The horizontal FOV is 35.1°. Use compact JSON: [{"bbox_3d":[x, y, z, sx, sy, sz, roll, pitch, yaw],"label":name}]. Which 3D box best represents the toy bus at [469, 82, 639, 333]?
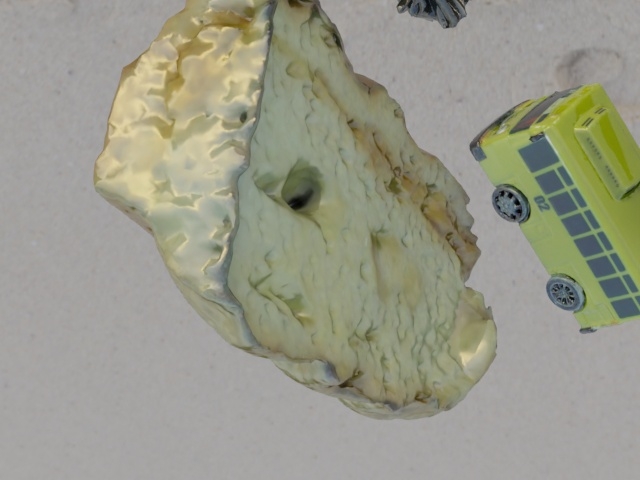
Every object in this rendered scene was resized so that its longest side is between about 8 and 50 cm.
[{"bbox_3d":[0.300,-0.041,1.132,0.262,0.128,0.150,57,146,-7],"label":"toy bus"}]

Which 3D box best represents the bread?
[{"bbox_3d":[0.000,0.000,0.409,0.088,0.128,0.232,-6,157,27],"label":"bread"}]

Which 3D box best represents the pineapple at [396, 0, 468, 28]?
[{"bbox_3d":[0.060,-0.303,1.083,0.237,0.119,0.111,23,135,-23],"label":"pineapple"}]
